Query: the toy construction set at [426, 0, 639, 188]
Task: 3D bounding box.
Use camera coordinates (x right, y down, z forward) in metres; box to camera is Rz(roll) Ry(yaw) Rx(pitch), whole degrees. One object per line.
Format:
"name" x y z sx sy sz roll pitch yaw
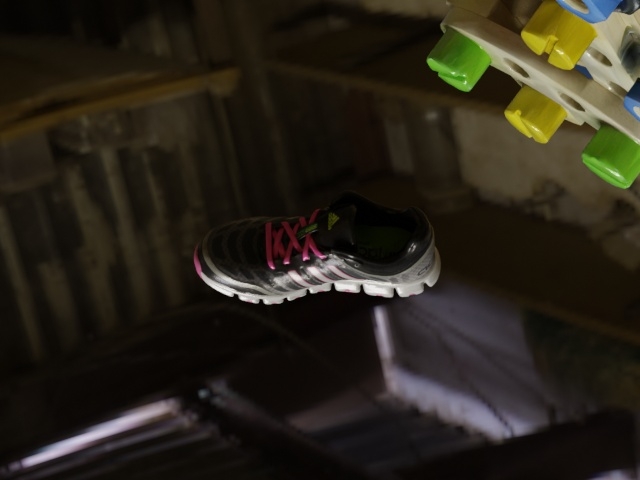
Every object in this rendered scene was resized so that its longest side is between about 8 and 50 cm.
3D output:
"toy construction set" 0.093 -0.134 0.742 0.215 0.151 0.327 34 -171 38

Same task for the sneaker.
"sneaker" 0.000 0.000 1.094 0.170 0.075 0.063 1 -121 -4
